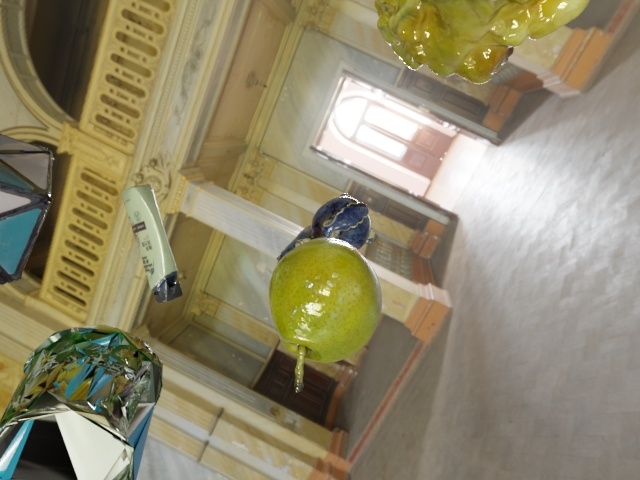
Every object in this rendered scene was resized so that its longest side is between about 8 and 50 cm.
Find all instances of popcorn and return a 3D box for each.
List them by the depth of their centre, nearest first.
[{"bbox_3d":[0.197,-0.339,0.532,0.215,0.252,0.286,-33,12,-14],"label":"popcorn"}]

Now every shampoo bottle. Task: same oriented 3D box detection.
[{"bbox_3d":[-0.510,0.011,1.261,0.134,0.360,0.078,-15,2,43],"label":"shampoo bottle"}]

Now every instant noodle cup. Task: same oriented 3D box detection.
[{"bbox_3d":[-0.375,0.276,0.640,0.241,0.239,0.178,-65,19,11],"label":"instant noodle cup"}]

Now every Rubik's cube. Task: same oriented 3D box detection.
[{"bbox_3d":[-0.891,-0.108,1.054,0.305,0.310,0.307,-55,42,14],"label":"Rubik's cube"}]

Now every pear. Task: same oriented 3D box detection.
[{"bbox_3d":[-0.003,0.103,0.587,0.180,0.166,0.216,87,-152,-55],"label":"pear"}]

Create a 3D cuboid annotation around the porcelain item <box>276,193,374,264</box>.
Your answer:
[{"bbox_3d":[0.000,0.000,1.000,0.186,0.138,0.288,-28,-5,-30],"label":"porcelain item"}]
